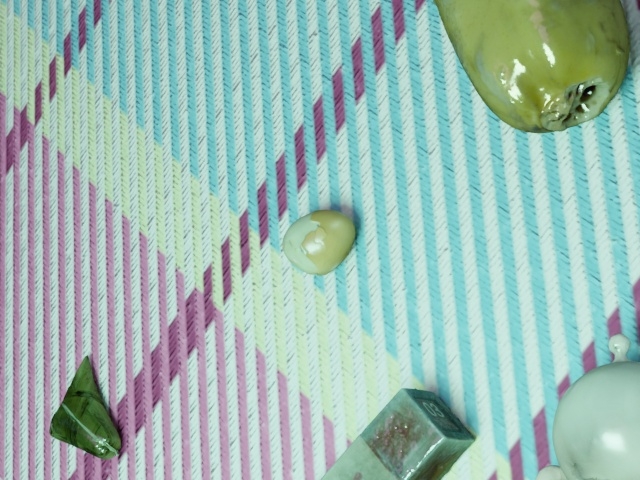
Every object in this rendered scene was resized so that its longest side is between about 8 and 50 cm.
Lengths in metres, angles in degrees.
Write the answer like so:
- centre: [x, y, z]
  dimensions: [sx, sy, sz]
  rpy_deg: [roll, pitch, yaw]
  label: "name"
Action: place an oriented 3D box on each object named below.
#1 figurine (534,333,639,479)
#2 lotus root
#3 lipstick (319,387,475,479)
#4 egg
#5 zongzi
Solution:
- centre: [0.254, 0.206, 0.990]
  dimensions: [0.144, 0.182, 0.257]
  rpy_deg: [24, 50, 0]
  label: "figurine"
- centre: [0.200, -0.267, 1.139]
  dimensions: [0.169, 0.151, 0.343]
  rpy_deg: [-35, 62, 36]
  label: "lotus root"
- centre: [0.008, 0.316, 1.186]
  dimensions: [0.371, 0.079, 0.076]
  rpy_deg: [-50, 59, 14]
  label: "lipstick"
- centre: [0.000, 0.000, 1.261]
  dimensions: [0.083, 0.071, 0.071]
  rpy_deg: [-42, 61, 16]
  label: "egg"
- centre: [-0.284, 0.213, 1.420]
  dimensions: [0.104, 0.052, 0.113]
  rpy_deg: [17, 77, 27]
  label: "zongzi"
